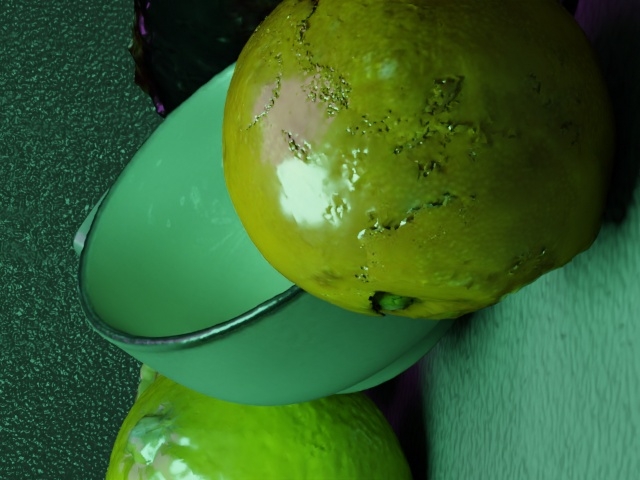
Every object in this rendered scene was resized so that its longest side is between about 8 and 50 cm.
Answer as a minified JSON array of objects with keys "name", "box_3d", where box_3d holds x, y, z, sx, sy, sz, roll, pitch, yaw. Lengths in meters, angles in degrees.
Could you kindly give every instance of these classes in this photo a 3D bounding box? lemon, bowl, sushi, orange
[{"name":"lemon","box_3d":[-0.053,0.228,1.391,0.293,0.293,0.293,-175,90,-81]},{"name":"bowl","box_3d":[0.000,0.000,1.272,0.185,0.354,0.354,49,-161,-31]},{"name":"sushi","box_3d":[-0.064,-0.275,1.699,0.294,0.281,0.299,100,164,-46]},{"name":"orange","box_3d":[0.059,-0.061,0.971,0.240,0.240,0.240,-175,90,-81]}]

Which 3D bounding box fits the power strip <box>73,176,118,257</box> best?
[{"name":"power strip","box_3d":[-0.131,0.001,1.710,0.193,0.059,0.265,-54,-39,-10]}]

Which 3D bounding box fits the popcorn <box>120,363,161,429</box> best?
[{"name":"popcorn","box_3d":[-0.121,0.197,2.063,0.265,0.225,0.332,68,-147,-69]}]

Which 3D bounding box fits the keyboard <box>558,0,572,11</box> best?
[{"name":"keyboard","box_3d":[0.140,-0.256,1.235,0.381,0.041,0.103,-105,22,-48]}]
